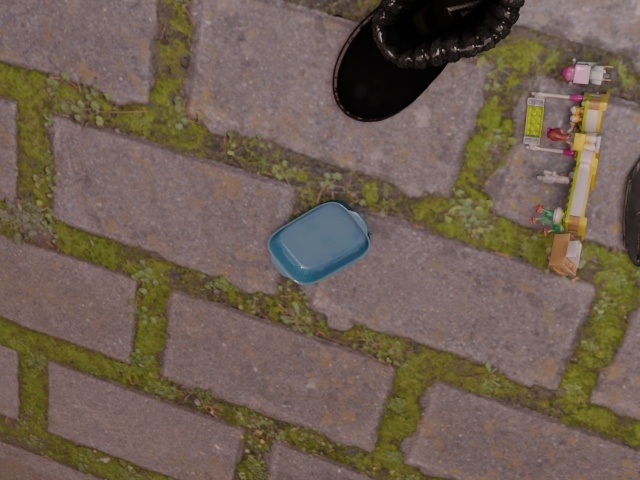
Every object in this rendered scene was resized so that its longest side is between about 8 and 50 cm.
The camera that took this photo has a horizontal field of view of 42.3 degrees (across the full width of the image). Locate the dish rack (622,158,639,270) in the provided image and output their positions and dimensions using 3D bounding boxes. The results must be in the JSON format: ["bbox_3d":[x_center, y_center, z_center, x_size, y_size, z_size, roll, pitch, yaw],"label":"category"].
[{"bbox_3d":[0.557,-0.027,1.127,0.271,0.074,0.208,1,119,18],"label":"dish rack"}]

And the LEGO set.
[{"bbox_3d":[0.320,-0.102,1.126,0.107,0.132,0.287,10,100,19],"label":"LEGO set"}]

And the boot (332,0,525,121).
[{"bbox_3d":[0.113,-0.245,1.030,0.131,0.260,0.348,40,123,-8],"label":"boot"}]

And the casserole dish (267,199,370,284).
[{"bbox_3d":[0.000,0.000,1.350,0.188,0.037,0.114,-30,106,30],"label":"casserole dish"}]
